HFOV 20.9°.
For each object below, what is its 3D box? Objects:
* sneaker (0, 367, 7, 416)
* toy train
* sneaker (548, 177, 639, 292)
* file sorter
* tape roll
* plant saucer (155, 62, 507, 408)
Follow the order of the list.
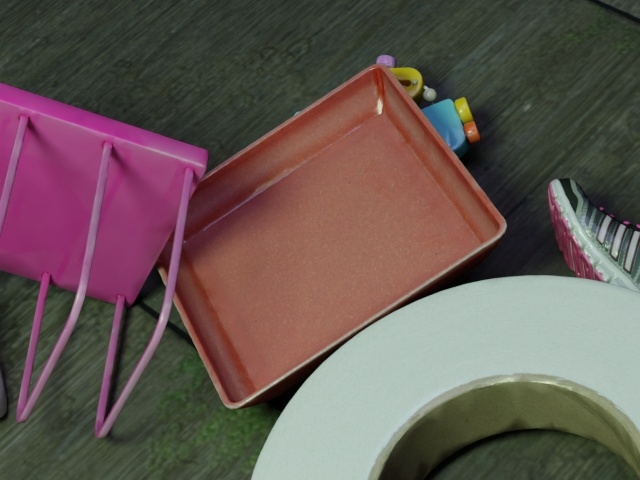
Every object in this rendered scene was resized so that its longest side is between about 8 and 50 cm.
[{"bbox_3d":[-0.336,0.069,1.476,0.095,0.090,0.235,-25,45,6],"label":"sneaker"},{"bbox_3d":[0.063,-0.092,1.538,0.166,0.046,0.125,28,77,27],"label":"toy train"},{"bbox_3d":[0.243,0.008,1.385,0.075,0.063,0.170,-26,53,-8],"label":"sneaker"},{"bbox_3d":[-0.264,0.012,1.338,0.291,0.202,0.182,18,48,-14],"label":"file sorter"},{"bbox_3d":[0.137,0.199,1.219,0.392,0.072,0.392,-9,50,12],"label":"tape roll"},{"bbox_3d":[0.000,0.000,1.430,0.259,0.048,0.258,-33,43,1],"label":"plant saucer"}]
